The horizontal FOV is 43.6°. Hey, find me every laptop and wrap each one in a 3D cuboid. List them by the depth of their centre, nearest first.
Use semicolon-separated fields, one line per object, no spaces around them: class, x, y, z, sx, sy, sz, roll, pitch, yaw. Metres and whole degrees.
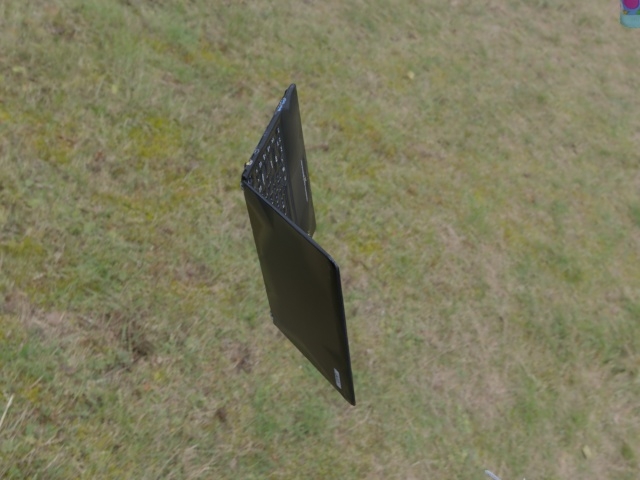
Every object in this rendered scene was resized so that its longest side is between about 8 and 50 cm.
laptop;0.000;0.000;0.893;0.136;0.234;0.264;8;47;15

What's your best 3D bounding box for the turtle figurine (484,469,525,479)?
turtle figurine;0.176;0.323;0.774;0.175;0.234;0.118;-29;102;-7

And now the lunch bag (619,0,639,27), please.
lunch bag;0.319;-0.251;0.473;0.160;0.262;0.223;-60;143;-28
